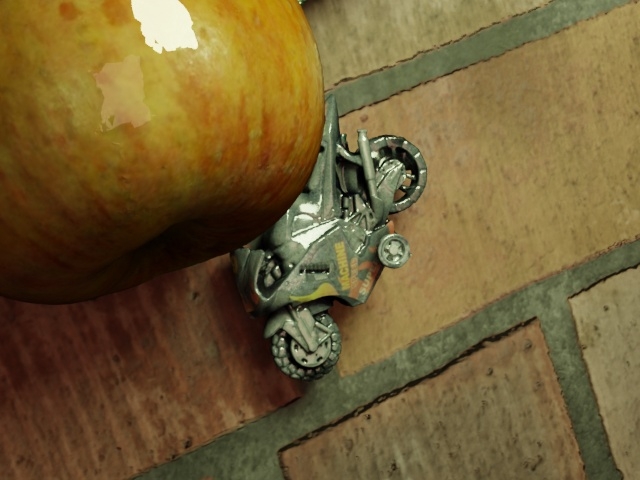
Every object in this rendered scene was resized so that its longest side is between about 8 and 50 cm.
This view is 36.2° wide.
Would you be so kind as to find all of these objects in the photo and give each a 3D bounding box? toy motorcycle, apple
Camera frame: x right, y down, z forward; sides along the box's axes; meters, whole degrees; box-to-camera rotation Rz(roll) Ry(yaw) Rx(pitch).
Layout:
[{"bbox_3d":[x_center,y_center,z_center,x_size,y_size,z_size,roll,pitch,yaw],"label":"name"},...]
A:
[{"bbox_3d":[0.000,0.000,1.104,0.173,0.108,0.307,27,84,-15],"label":"toy motorcycle"},{"bbox_3d":[-0.194,-0.131,0.877,0.400,0.400,0.333,-19,77,-18],"label":"apple"}]

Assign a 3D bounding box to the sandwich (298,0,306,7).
[{"bbox_3d":[-0.002,-0.393,1.063,0.212,0.109,0.292,-16,104,-25],"label":"sandwich"}]
